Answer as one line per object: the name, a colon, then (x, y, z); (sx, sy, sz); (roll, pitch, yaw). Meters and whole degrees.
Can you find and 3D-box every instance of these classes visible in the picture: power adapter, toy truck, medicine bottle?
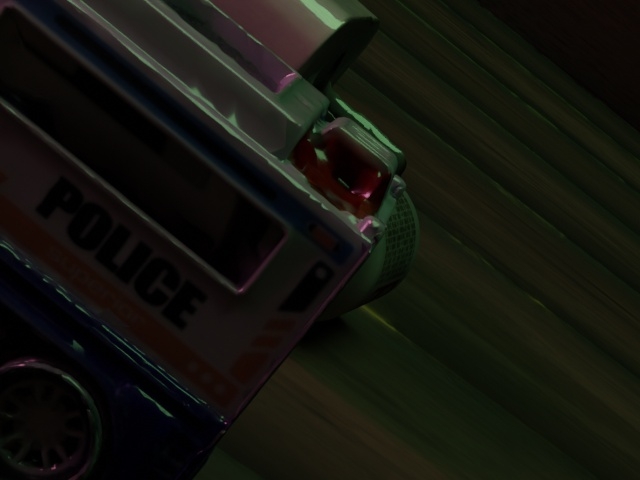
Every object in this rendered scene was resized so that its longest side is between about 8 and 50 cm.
power adapter: (-0.033, -0.102, 1.163); (0.205, 0.125, 0.130); (43, 12, 7)
toy truck: (-0.116, -0.044, 0.665); (0.268, 0.155, 0.124); (40, 13, -3)
medicine bottle: (0.000, 0.000, 1.020); (0.079, 0.079, 0.140); (42, 12, 7)
